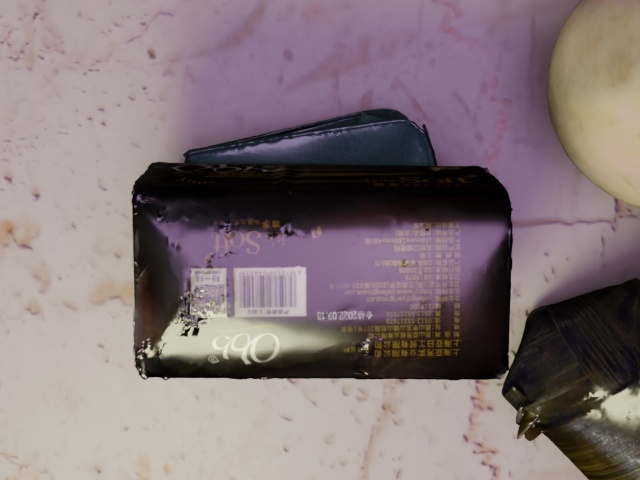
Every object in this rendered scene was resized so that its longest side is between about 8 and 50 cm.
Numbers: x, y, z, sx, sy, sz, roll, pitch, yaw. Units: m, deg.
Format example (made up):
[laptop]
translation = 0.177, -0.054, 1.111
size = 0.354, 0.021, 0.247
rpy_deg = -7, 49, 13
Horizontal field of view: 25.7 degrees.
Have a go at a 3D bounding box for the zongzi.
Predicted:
[zongzi]
translation = 0.466, 0.175, 1.455
size = 0.403, 0.208, 0.432
rpy_deg = 47, 128, -12

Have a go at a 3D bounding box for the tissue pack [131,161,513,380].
[tissue pack]
translation = -0.007, 0.032, 1.387
size = 0.370, 0.198, 0.209
rpy_deg = 2, 104, -2

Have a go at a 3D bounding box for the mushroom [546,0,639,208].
[mushroom]
translation = 0.415, -0.152, 1.442
size = 0.353, 0.353, 0.325
rpy_deg = -17, 119, 1

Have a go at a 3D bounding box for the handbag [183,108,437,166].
[handbag]
translation = 0.002, -0.002, 1.532
size = 0.274, 0.100, 0.268
rpy_deg = -13, 103, 1
